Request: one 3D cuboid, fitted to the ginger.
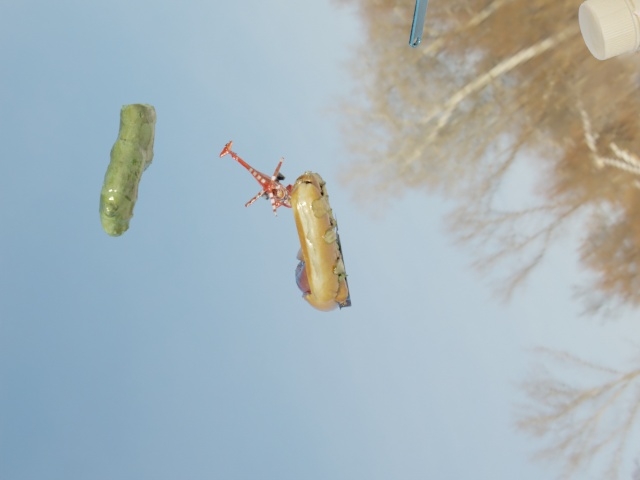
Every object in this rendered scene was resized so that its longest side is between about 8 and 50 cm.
[{"bbox_3d":[-0.396,-0.152,2.137,0.089,0.289,0.137,13,167,-11],"label":"ginger"}]

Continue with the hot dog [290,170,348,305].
[{"bbox_3d":[0.000,0.000,1.833,0.109,0.072,0.269,-84,-18,-65],"label":"hot dog"}]

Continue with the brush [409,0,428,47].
[{"bbox_3d":[0.135,-0.326,1.348,0.051,0.164,0.014,-21,-134,-31],"label":"brush"}]

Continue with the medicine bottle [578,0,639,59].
[{"bbox_3d":[0.404,-0.264,1.099,0.114,0.252,0.114,159,90,-89],"label":"medicine bottle"}]

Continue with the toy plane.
[{"bbox_3d":[-0.134,-0.127,2.207,0.194,0.126,0.077,19,177,20],"label":"toy plane"}]

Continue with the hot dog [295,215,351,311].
[{"bbox_3d":[-0.002,0.056,2.124,0.326,0.107,0.194,78,-177,-76],"label":"hot dog"}]
